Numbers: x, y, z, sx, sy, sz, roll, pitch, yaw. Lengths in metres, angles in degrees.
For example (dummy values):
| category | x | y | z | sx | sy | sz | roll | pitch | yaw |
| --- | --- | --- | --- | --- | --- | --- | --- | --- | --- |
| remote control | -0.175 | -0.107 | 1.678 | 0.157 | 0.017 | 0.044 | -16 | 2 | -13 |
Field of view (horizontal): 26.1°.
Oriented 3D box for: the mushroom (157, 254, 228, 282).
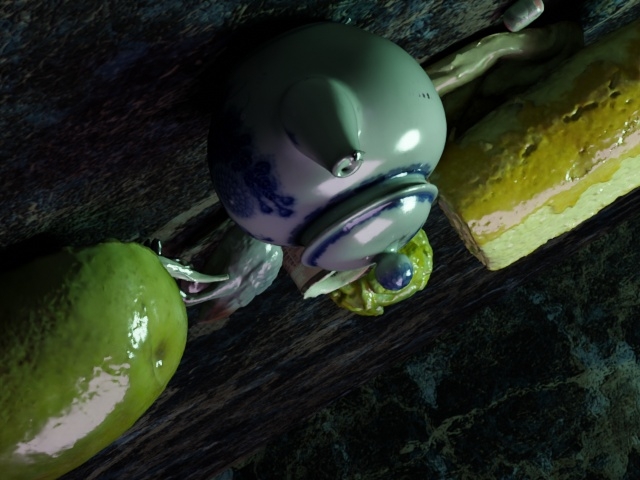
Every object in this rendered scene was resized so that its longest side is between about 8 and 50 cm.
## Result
| category | x | y | z | sx | sy | sz | roll | pitch | yaw |
| --- | --- | --- | --- | --- | --- | --- | --- | --- | --- |
| mushroom | -0.264 | 0.051 | 1.714 | 0.306 | 0.043 | 0.068 | -13 | 150 | -15 |

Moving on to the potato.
| category | x | y | z | sx | sy | sz | roll | pitch | yaw |
| --- | --- | --- | --- | --- | --- | --- | --- | --- | --- |
| potato | -0.282 | 0.156 | 1.618 | 0.280 | 0.212 | 0.330 | -29 | 151 | 14 |

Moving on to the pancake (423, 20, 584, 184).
| category | x | y | z | sx | sy | sz | roll | pitch | yaw |
| --- | --- | --- | --- | --- | --- | --- | --- | --- | --- |
| pancake | 0.198 | -0.165 | 1.870 | 0.387 | 0.082 | 0.387 | -24 | 162 | -9 |

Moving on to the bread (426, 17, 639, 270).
| category | x | y | z | sx | sy | sz | roll | pitch | yaw |
| --- | --- | --- | --- | --- | --- | --- | --- | --- | --- |
| bread | 0.321 | -0.128 | 1.785 | 0.375 | 0.165 | 0.236 | -33 | 154 | 6 |

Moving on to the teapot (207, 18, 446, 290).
| category | x | y | z | sx | sy | sz | roll | pitch | yaw |
| --- | --- | --- | --- | --- | --- | --- | --- | --- | --- |
| teapot | 0.021 | -0.073 | 1.431 | 0.252 | 0.280 | 0.424 | -28 | 168 | 0 |

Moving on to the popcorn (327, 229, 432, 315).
| category | x | y | z | sx | sy | sz | roll | pitch | yaw |
| --- | --- | --- | --- | --- | --- | --- | --- | --- | --- |
| popcorn | 0.083 | 0.017 | 2.154 | 0.198 | 0.198 | 0.212 | -30 | 142 | 2 |

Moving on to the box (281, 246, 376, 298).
| category | x | y | z | sx | sy | sz | roll | pitch | yaw |
| --- | --- | --- | --- | --- | --- | --- | --- | --- | --- |
| box | 0.000 | 0.000 | 1.963 | 0.151 | 0.135 | 0.151 | -29 | 166 | -8 |

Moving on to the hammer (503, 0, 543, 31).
| category | x | y | z | sx | sy | sz | roll | pitch | yaw |
| --- | --- | --- | --- | --- | --- | --- | --- | --- | --- |
| hammer | 0.256 | -0.282 | 1.695 | 0.052 | 0.031 | 0.083 | -33 | 177 | 26 |

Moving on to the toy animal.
| category | x | y | z | sx | sy | sz | roll | pitch | yaw |
| --- | --- | --- | --- | --- | --- | --- | --- | --- | --- |
| toy animal | -0.096 | 0.012 | 1.839 | 0.324 | 0.090 | 0.195 | -29 | 145 | -7 |
